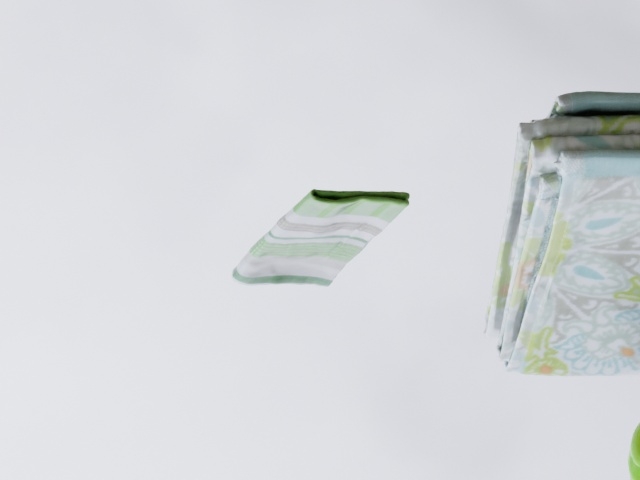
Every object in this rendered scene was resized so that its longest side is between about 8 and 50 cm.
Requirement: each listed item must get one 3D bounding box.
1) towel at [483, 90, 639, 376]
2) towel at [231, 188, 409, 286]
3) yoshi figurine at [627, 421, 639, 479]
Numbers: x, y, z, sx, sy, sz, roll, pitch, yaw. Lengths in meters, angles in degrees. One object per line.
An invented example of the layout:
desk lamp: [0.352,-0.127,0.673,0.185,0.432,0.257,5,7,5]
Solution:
towel: [0.340,-0.002,1.724,0.374,0.320,0.090,0,-129,-5]
towel: [0.000,0.000,1.769,0.113,0.152,0.023,-1,-118,-34]
yoshi figurine: [0.290,0.096,1.111,0.203,0.203,0.362,33,147,52]
